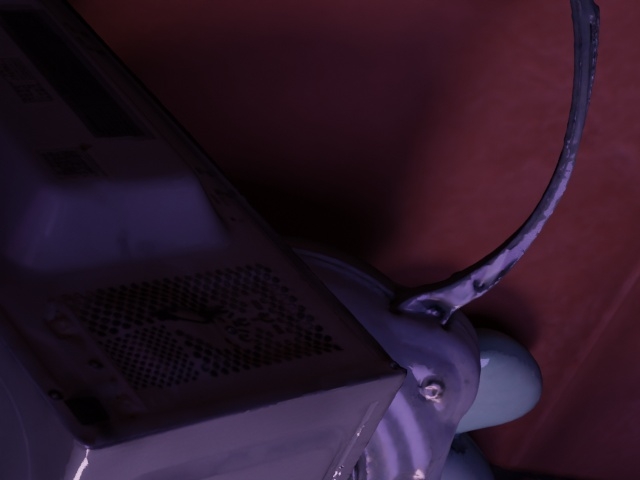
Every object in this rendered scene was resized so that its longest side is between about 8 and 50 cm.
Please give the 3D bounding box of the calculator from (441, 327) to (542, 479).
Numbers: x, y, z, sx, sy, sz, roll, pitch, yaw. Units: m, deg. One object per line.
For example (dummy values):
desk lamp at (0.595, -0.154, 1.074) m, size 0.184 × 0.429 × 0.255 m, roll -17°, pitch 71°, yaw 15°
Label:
calculator at (-0.027, 0.134, 0.758) m, size 0.184 × 0.042 × 0.295 m, roll 33°, pitch 116°, yaw -34°

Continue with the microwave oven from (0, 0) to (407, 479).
microwave oven at (-0.096, 0.028, 0.530) m, size 0.122 × 0.208 × 0.162 m, roll -9°, pitch 136°, yaw -44°

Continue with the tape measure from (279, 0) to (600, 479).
tape measure at (0.001, 0.001, 0.602) m, size 0.164 × 0.084 × 0.330 m, roll 9°, pitch 115°, yaw -6°
